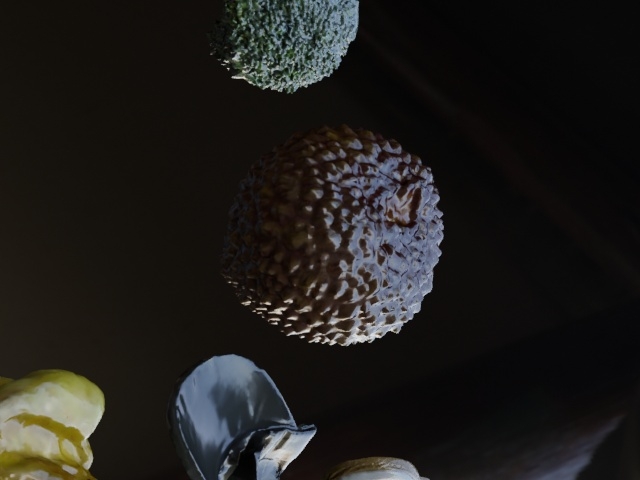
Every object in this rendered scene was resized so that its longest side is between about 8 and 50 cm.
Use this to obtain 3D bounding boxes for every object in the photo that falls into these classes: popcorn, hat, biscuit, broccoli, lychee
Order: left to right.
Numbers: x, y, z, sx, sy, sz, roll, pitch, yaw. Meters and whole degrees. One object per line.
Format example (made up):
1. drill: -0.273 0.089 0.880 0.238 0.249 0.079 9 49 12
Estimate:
1. popcorn: -0.340 0.269 1.248 0.316 0.297 0.281 -12 -48 29
2. hat: -0.173 0.391 2.227 0.257 0.366 0.382 -26 -65 37
3. broccoli: -0.054 -0.286 1.669 0.226 0.198 0.176 37 5 -22
4. lychee: 0.000 0.000 1.454 0.271 0.271 0.271 34 -47 48
5. biscuit: 0.090 0.427 2.243 0.208 0.181 0.049 54 24 -55
